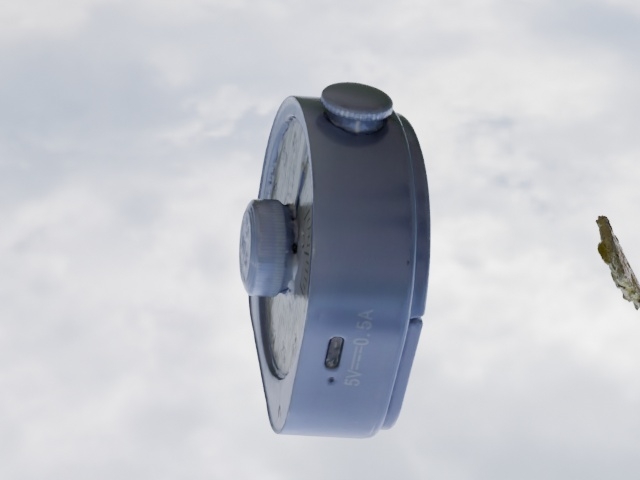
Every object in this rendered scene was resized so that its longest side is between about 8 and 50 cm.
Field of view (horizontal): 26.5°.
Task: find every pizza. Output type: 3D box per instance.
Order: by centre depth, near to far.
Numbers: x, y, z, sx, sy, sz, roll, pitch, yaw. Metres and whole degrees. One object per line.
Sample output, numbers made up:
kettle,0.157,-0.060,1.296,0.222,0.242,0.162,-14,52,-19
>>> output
pizza,0.346,0.030,1.587,0.026,0.123,0.108,-25,179,15

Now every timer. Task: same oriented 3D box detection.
timer,0.000,0.000,1.538,0.173,0.395,0.395,4,-153,-11
